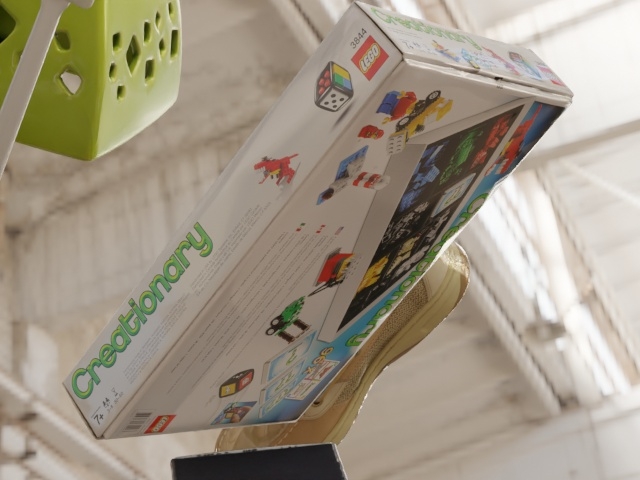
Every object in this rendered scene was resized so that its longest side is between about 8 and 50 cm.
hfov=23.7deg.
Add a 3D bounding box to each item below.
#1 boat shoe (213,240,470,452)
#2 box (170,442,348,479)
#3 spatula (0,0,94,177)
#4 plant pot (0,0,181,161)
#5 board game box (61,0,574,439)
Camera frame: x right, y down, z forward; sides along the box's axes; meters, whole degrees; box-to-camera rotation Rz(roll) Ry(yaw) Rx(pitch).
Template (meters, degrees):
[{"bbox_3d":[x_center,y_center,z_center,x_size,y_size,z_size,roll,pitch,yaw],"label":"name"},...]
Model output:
[{"bbox_3d":[-0.005,0.109,1.510,0.110,0.122,0.341,31,-75,-38],"label":"boat shoe"},{"bbox_3d":[-0.025,0.233,0.889,0.108,0.207,0.153,-5,-67,-8],"label":"box"},{"bbox_3d":[-0.238,-0.155,0.991,0.168,0.019,0.242,25,-66,-5],"label":"spatula"},{"bbox_3d":[-0.251,-0.222,1.384,0.228,0.227,0.207,16,-67,9],"label":"plant pot"},{"bbox_3d":[0.000,0.000,0.928,0.193,0.053,0.305,4,-49,-54],"label":"board game box"}]
